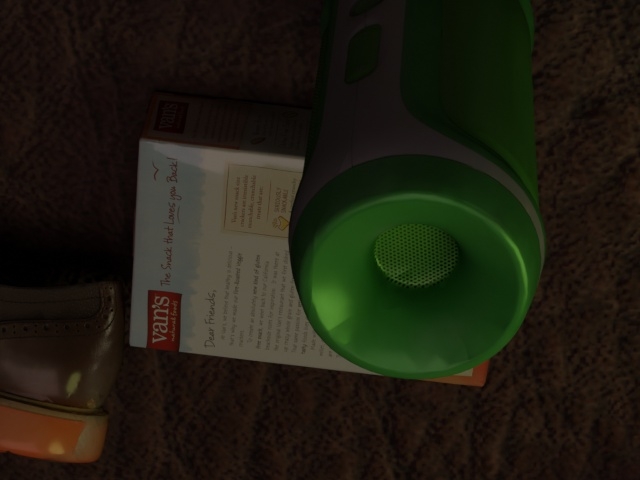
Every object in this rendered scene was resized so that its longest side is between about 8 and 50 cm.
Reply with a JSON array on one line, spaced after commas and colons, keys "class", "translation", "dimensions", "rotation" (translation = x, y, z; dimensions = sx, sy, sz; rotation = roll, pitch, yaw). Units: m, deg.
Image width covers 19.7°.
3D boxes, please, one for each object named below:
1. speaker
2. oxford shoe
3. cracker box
[{"class": "speaker", "translation": [0.054, -0.060, 0.969], "dimensions": [0.131, 0.296, 0.131], "rotation": [2, 124, 3]}, {"class": "oxford shoe", "translation": [-0.299, 0.034, 1.192], "dimensions": [0.363, 0.130, 0.133], "rotation": [15, 91, 2]}, {"class": "cracker box", "translation": [0.000, 0.000, 1.153], "dimensions": [0.232, 0.067, 0.156], "rotation": [7, 123, -1]}]
